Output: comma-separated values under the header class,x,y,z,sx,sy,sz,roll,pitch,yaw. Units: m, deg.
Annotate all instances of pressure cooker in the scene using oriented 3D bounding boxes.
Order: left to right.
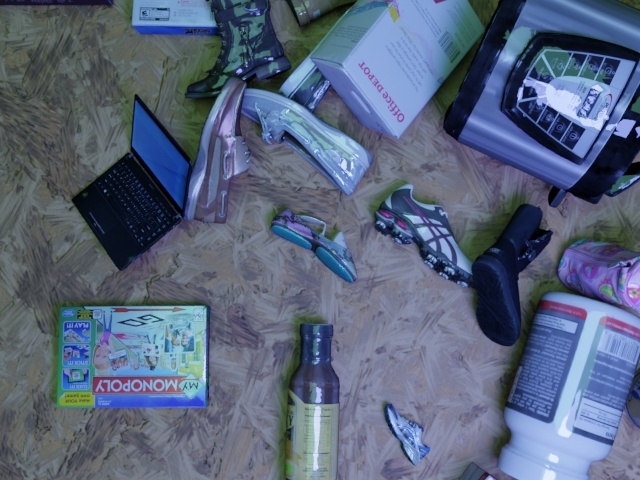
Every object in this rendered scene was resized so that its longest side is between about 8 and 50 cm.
class,x,y,z,sx,sy,sz,roll,pitch,yaw
pressure cooker,0.494,-0.292,1.405,0.420,0.370,0.375,26,69,4

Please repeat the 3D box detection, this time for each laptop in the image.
class,x,y,z,sx,sy,sz,roll,pitch,yaw
laptop,-0.397,-0.119,1.506,0.264,0.136,0.234,-40,62,-3

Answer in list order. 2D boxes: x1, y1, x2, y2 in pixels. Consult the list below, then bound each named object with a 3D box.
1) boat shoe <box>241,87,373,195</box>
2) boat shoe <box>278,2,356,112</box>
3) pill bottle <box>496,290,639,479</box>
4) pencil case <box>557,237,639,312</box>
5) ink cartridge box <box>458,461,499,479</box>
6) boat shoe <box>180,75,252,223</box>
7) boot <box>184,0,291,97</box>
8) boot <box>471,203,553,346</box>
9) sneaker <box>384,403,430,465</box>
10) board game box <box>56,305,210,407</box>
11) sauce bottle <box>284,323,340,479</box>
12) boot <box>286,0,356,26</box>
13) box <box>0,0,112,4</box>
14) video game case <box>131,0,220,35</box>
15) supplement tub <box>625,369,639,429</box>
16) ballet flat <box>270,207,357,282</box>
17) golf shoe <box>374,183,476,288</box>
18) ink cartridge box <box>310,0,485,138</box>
class,x,y,z,sx,sy,sz,roll,pitch,yaw
boat shoe,-0.046,-0.216,1.547,0.320,0.118,0.103,32,81,-1
boat shoe,0.046,-0.396,1.564,0.105,0.113,0.306,42,90,0
pill bottle,0.480,0.298,1.416,0.210,0.210,0.363,20,85,5
pencil case,0.569,0.064,1.400,0.124,0.284,0.124,-1,96,-6
ink cartridge box,0.342,0.508,1.416,0.127,0.175,0.072,35,84,5
boat shoe,-0.201,-0.183,1.527,0.116,0.123,0.324,17,111,-9
boot,-0.200,-0.437,1.553,0.263,0.091,0.229,-20,100,5
boot,0.404,0.070,1.491,0.094,0.246,0.207,17,49,41
sneaker,0.180,0.392,1.504,0.058,0.052,0.135,-30,90,-11
board game box,-0.395,0.246,1.544,0.317,0.046,0.214,-1,83,2
sauce bottle,-0.014,0.343,1.486,0.111,0.111,0.344,2,82,3
boot,0.033,-0.616,1.607,0.269,0.089,0.236,-25,87,-3
box,-0.660,-0.637,1.610,0.381,0.143,0.191,1,83,4
video game case,-0.276,-0.585,1.623,0.269,0.061,0.244,2,86,3
supplement tub,0.691,0.320,1.408,0.144,0.200,0.144,0,83,2
ballet flat,0.000,0.000,1.546,0.221,0.077,0.079,33,67,6
golf shoe,0.243,-0.008,1.517,0.273,0.105,0.120,38,79,5
ink cartridge box,0.161,-0.403,1.488,0.306,0.131,0.226,-50,129,-6
